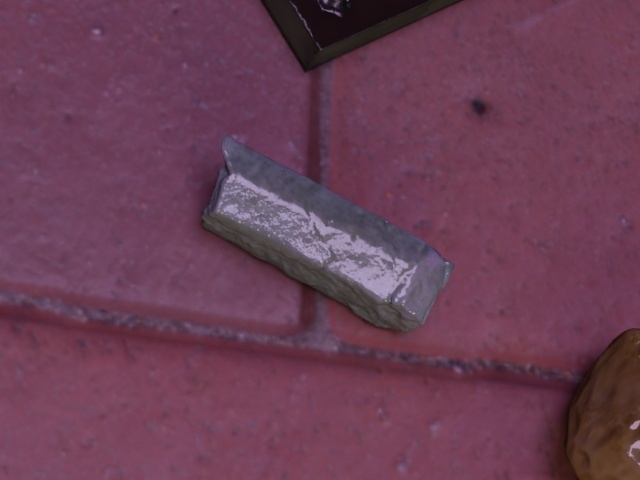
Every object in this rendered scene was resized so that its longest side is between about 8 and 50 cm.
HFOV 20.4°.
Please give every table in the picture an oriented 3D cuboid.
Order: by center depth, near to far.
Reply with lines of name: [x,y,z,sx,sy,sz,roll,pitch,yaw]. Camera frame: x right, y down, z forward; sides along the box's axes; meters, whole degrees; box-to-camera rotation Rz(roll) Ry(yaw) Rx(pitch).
table: [0.069,-0.255,1.471,0.240,0.111,0.121,-27,79,-26]

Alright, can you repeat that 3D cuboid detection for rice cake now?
rice cake: [0.001,0.000,1.371,0.206,0.063,0.069,27,69,-6]

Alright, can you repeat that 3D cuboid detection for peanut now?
peanut: [0.295,0.173,1.379,0.196,0.110,0.233,-34,85,-27]
